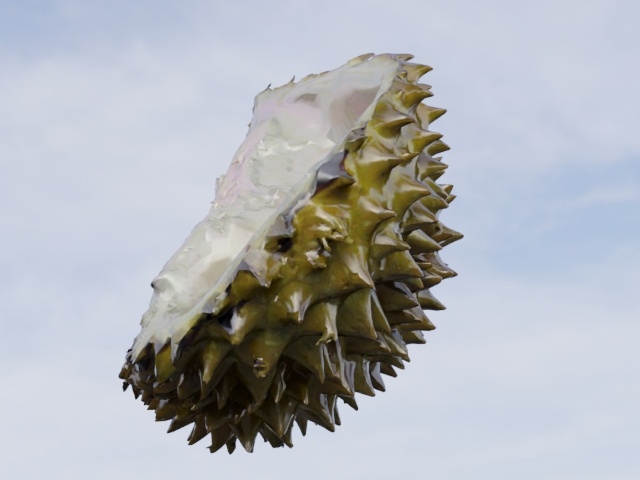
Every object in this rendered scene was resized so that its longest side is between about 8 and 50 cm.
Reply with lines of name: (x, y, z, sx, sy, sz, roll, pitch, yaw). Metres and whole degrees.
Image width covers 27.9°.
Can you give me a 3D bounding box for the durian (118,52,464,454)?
durian: (0.002, 0.011, 0.623, 0.183, 0.249, 0.138, -23, -71, 29)
